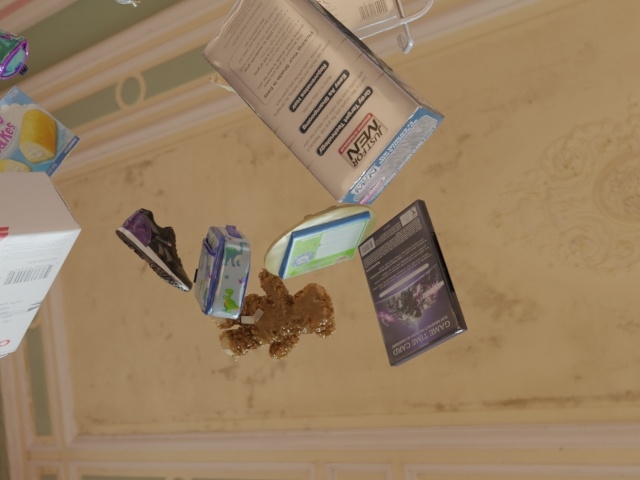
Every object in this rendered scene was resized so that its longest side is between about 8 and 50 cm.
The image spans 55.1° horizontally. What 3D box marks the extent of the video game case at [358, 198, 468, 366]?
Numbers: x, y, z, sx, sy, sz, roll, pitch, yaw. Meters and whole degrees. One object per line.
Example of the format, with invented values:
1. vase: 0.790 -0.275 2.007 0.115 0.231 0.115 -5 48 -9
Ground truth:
1. video game case: 0.171 0.085 1.210 0.196 0.026 0.274 -40 -125 42

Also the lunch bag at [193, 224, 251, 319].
1. lunch bag: -0.208 0.059 1.300 0.219 0.090 0.176 -146 -112 -71

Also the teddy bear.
1. teddy bear: -0.126 0.199 1.612 0.338 0.113 0.245 -32 -92 11

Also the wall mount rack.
1. wall mount rack: 0.043 -0.508 1.268 0.350 0.130 0.304 -18 -84 1

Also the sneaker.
1. sneaker: -0.446 0.027 1.778 0.107 0.283 0.124 8 -127 52

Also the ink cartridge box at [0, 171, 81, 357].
1. ink cartridge box: -0.365 0.037 0.617 0.092 0.158 0.218 51 -59 21

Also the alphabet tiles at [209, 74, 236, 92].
1. alphabet tiles: -0.088 -0.285 1.288 0.278 0.284 0.021 23 -82 29

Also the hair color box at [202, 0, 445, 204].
1. hair color box: -0.005 -0.231 0.909 0.347 0.105 0.174 49 -67 21

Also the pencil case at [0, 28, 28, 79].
1. pencil case: -0.468 -0.280 0.821 0.152 0.064 0.070 34 -114 -5

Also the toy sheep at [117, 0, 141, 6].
1. toy sheep: -0.448 -0.582 1.395 0.091 0.132 0.091 -5 -121 8

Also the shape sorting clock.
1. shape sorting clock: 0.000 0.000 1.039 0.206 0.206 0.040 -42 -120 24

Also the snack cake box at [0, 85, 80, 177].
1. snack cake box: -0.587 -0.137 1.125 0.089 0.152 0.264 -18 -141 41
